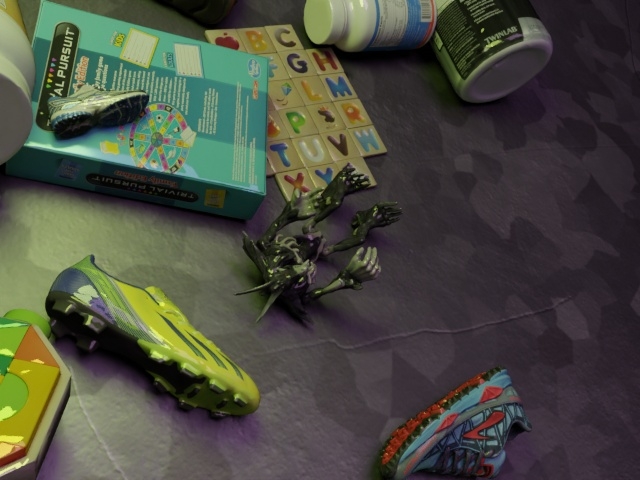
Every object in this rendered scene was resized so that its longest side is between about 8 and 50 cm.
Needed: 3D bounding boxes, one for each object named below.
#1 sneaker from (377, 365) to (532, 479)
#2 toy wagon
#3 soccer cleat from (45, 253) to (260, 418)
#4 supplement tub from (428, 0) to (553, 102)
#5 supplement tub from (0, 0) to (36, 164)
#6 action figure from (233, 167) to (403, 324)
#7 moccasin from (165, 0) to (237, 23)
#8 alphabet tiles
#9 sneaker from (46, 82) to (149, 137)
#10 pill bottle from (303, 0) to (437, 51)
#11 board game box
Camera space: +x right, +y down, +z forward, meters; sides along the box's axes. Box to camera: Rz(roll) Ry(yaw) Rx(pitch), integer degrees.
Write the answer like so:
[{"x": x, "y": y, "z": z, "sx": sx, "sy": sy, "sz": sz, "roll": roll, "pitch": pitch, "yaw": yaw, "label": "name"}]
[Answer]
[{"x": 0.194, "y": 0.268, "z": 1.046, "sx": 0.262, "sy": 0.104, "sz": 0.125, "roll": -24, "pitch": 76, "yaw": -35, "label": "sneaker"}, {"x": -0.436, "y": 0.151, "z": 0.772, "sx": 0.345, "sy": 0.068, "sz": 0.267, "roll": 14, "pitch": 39, "yaw": -6, "label": "toy wagon"}, {"x": -0.190, "y": 0.114, "z": 0.954, "sx": 0.289, "sy": 0.093, "sz": 0.121, "roll": 31, "pitch": 45, "yaw": -7, "label": "soccer cleat"}, {"x": 0.281, "y": -0.434, "z": 1.464, "sx": 0.194, "sy": 0.193, "sz": 0.316, "roll": -9, "pitch": 66, "yaw": -31, "label": "supplement tub"}, {"x": -0.471, "y": -0.248, "z": 0.924, "sx": 0.228, "sy": 0.228, "sz": 0.316, "roll": -7, "pitch": 57, "yaw": -30, "label": "supplement tub"}, {"x": 0.000, "y": 0.000, "z": 1.091, "sx": 0.164, "sy": 0.141, "sz": 0.275, "roll": 49, "pitch": 50, "yaw": -7, "label": "action figure"}, {"x": -0.293, "y": -0.500, "z": 1.248, "sx": 0.380, "sy": 0.139, "sz": 0.147, "roll": 23, "pitch": 52, "yaw": -13, "label": "moccasin"}, {"x": -0.050, "y": -0.216, "z": 1.278, "sx": 0.285, "sy": 0.011, "sz": 0.342, "roll": -14, "pitch": 68, "yaw": -32, "label": "alphabet tiles"}, {"x": -0.287, "y": -0.180, "z": 1.008, "sx": 0.135, "sy": 0.052, "sz": 0.058, "roll": -20, "pitch": 67, "yaw": -32, "label": "sneaker"}, {"x": 0.086, "y": -0.398, "z": 1.388, "sx": 0.222, "sy": 0.124, "sz": 0.124, "roll": -10, "pitch": 66, "yaw": -31, "label": "pill bottle"}, {"x": -0.245, "y": -0.182, "z": 1.108, "sx": 0.336, "sy": 0.079, "sz": 0.253, "roll": 10, "pitch": 58, "yaw": -18, "label": "board game box"}]
